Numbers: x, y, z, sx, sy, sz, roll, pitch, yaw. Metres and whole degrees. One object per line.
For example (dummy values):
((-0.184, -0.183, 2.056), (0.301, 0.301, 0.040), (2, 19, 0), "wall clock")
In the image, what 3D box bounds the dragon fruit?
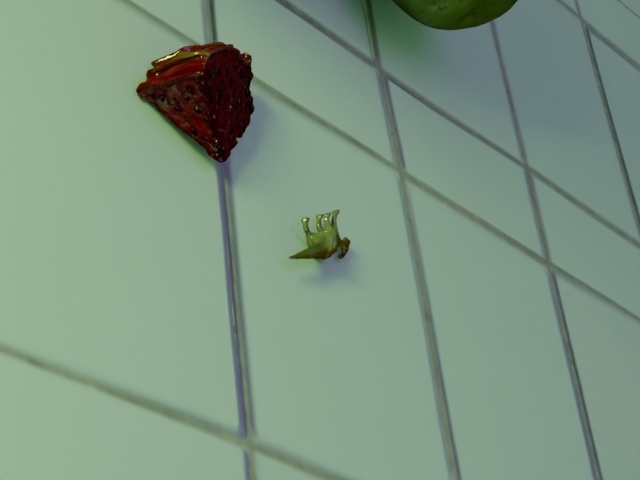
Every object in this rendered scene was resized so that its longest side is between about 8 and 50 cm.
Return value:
((-0.097, -0.128, 1.268), (0.131, 0.063, 0.097), (-66, 152, -55), "dragon fruit")

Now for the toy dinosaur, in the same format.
((-0.001, -0.004, 1.303), (0.113, 0.026, 0.041), (-4, 84, -67), "toy dinosaur")

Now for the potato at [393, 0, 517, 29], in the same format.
((0.113, -0.362, 1.623), (0.216, 0.216, 0.304), (1, 72, -56), "potato")
